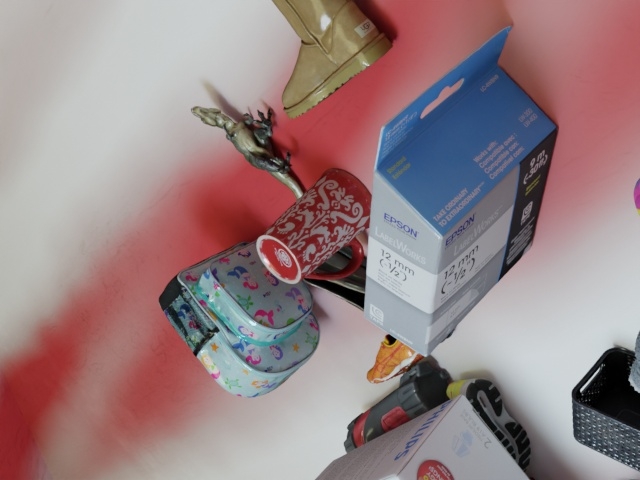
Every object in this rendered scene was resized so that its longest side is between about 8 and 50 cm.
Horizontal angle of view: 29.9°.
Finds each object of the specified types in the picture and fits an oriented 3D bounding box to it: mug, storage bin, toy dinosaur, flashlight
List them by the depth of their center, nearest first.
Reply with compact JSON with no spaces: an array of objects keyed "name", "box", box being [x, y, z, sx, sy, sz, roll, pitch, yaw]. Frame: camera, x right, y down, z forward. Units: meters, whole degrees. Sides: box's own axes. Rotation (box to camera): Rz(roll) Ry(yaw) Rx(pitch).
[{"name":"storage bin","box":[0.438,0.235,1.601,0.180,0.122,0.084,22,140,36]},{"name":"mug","box":[0.003,-0.005,1.836,0.150,0.169,0.113,50,148,-1]},{"name":"toy dinosaur","box":[-0.090,-0.140,1.915,0.268,0.064,0.118,47,155,-2]},{"name":"flashlight","box":[0.138,0.314,2.084,0.103,0.103,0.304,24,150,-12]}]

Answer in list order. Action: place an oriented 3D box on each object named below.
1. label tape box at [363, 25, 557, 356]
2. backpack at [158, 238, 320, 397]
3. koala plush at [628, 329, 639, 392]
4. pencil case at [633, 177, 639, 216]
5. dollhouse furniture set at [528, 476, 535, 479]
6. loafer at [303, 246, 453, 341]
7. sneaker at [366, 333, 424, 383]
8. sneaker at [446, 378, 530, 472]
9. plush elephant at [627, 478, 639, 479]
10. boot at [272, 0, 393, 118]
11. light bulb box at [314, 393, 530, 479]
[{"name":"label tape box","box":[0.177,-0.056,1.486,0.115,0.249,0.348,34,146,23]},{"name":"backpack","box":[-0.123,0.134,2.082,0.191,0.225,0.253,-40,80,42]},{"name":"koala plush","box":[0.468,0.162,1.444,0.221,0.203,0.196,40,149,36]},{"name":"pencil case","box":[0.416,-0.105,1.290,0.104,0.104,0.236,37,149,19]},{"name":"dollhouse furniture set","box":[0.230,0.457,2.121,0.201,0.152,0.374,49,132,0]},{"name":"loafer","box":[0.086,0.099,1.927,0.267,0.084,0.096,33,145,25]},{"name":"sneaker","box":[0.125,0.194,2.021,0.067,0.064,0.175,61,145,13]},{"name":"sneaker","box":[0.269,0.306,1.945,0.094,0.081,0.208,5,123,59]},{"name":"plush elephant","box":[0.521,0.447,1.648,0.255,0.272,0.330,-13,158,17]},{"name":"boot","box":[-0.045,-0.324,1.637,0.269,0.089,0.236,52,138,-6]},{"name":"light bulb box","box":[0.173,0.491,1.910,0.358,0.225,0.361,51,136,-3]}]
